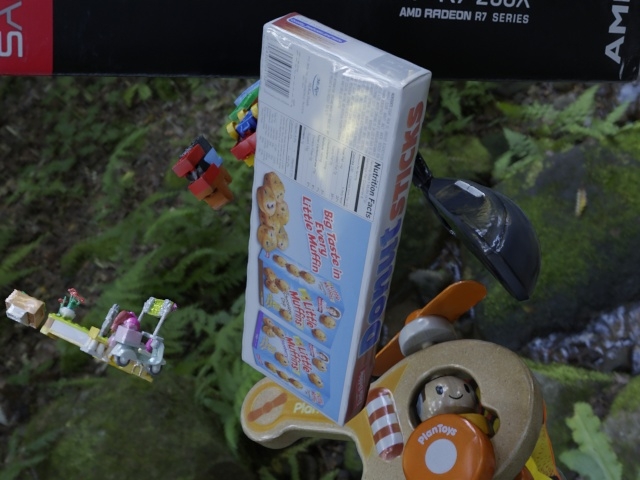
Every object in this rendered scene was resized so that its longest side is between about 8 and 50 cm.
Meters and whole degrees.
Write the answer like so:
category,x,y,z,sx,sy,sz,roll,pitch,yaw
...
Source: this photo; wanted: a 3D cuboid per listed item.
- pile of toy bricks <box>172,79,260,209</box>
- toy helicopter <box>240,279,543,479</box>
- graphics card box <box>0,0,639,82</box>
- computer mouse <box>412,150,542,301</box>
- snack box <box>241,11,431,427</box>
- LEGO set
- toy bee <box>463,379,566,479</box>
category,x,y,z,sx,sy,sz,roll,pitch,yaw
pile of toy bricks,-0.032,-0.076,0.746,0.118,0.105,0.212,-33,15,24
toy helicopter,0.063,0.168,0.943,0.355,0.140,0.235,-6,59,34
graphics card box,-0.032,-0.139,0.485,0.232,0.370,0.094,25,115,57
computer mouse,0.136,-0.053,0.870,0.060,0.184,0.262,-38,19,4
snack box,0.000,0.000,0.371,0.064,0.178,0.022,29,43,25
LEGO set,-0.292,0.103,1.195,0.287,0.132,0.107,14,72,39
toy bee,0.240,0.270,1.034,0.162,0.298,0.195,-1,30,3
